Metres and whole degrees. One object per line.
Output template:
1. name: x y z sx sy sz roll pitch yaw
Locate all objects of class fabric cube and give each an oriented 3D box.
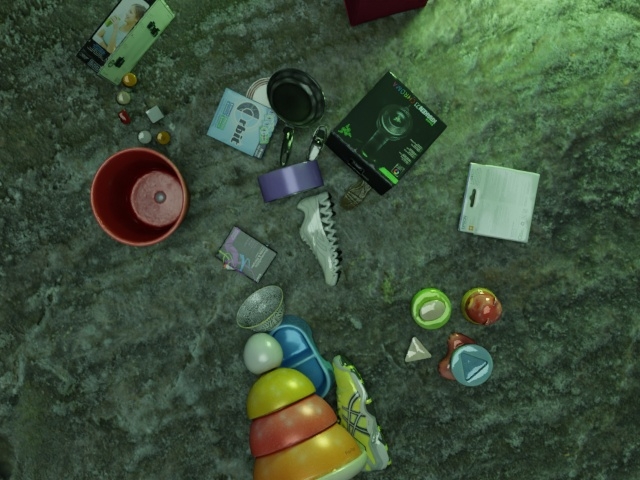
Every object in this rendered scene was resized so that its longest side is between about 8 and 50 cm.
1. fabric cube: 0.181 -0.808 1.748 0.254 0.258 0.259 -16 93 -1

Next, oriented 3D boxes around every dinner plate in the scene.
1. dinner plate: -0.162 -0.436 1.881 0.141 0.017 0.141 0 94 -1

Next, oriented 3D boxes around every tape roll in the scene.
1. tape roll: -0.089 -0.177 1.808 0.189 0.189 0.080 -16 94 0

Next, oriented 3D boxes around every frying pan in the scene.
1. frying pan: -0.065 -0.368 1.821 0.197 0.053 0.326 -5 78 -28

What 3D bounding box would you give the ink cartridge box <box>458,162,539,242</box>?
1. ink cartridge box: 0.555 -0.118 1.890 0.224 0.045 0.223 10 92 0

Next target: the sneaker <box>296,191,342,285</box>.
1. sneaker: 0.000 0.000 1.868 0.118 0.110 0.292 -10 85 7

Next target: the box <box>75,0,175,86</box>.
1. box: -0.575 -0.613 1.794 0.087 0.169 0.290 40 93 0

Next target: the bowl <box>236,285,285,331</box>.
1. bowl: -0.167 0.228 1.858 0.170 0.170 0.080 -35 119 1

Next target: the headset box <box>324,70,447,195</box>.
1. headset box: 0.186 -0.310 1.806 0.246 0.131 0.283 43 78 -2

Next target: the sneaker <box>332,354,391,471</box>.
1. sneaker: 0.099 0.546 1.869 0.147 0.145 0.384 -19 91 0

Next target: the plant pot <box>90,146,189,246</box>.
1. plant pot: -0.503 -0.126 1.778 0.275 0.243 0.275 0 93 0

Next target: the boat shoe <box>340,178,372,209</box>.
1. boat shoe: 0.123 -0.158 1.889 0.056 0.048 0.153 41 98 -8

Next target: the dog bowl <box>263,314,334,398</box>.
1. dog bowl: -0.071 0.381 1.893 0.166 0.074 0.297 -29 92 1

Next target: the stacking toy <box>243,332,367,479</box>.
1. stacking toy: -0.099 0.496 1.759 0.351 0.350 0.480 -22 77 0

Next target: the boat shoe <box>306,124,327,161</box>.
1. boat shoe: -0.010 -0.301 1.878 0.046 0.038 0.125 25 92 -2

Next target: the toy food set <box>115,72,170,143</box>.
1. toy food set: -0.561 -0.389 1.856 0.111 0.104 0.232 -36 111 -12

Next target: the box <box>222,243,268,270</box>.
1. box: -0.235 0.052 1.898 0.137 0.027 0.094 6 91 -1

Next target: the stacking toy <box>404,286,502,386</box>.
1. stacking toy: 0.415 0.292 1.867 0.280 0.130 0.309 9 92 -1

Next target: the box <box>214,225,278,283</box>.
1. box: -0.230 0.044 1.868 0.162 0.029 0.116 32 92 -3

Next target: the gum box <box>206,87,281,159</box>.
1. gum box: -0.235 -0.359 1.858 0.184 0.041 0.157 25 102 -2
